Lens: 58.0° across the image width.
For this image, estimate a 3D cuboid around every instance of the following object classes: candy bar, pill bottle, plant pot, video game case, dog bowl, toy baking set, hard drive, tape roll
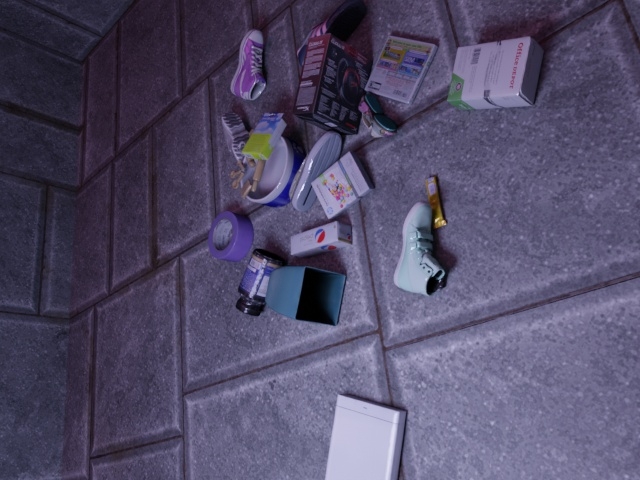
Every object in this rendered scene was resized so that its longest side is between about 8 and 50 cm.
[{"bbox_3d":[0.327,-0.113,1.649,0.040,0.018,0.162,-22,63,35],"label":"candy bar"},{"bbox_3d":[-0.218,0.149,2.040,0.122,0.122,0.219,30,99,45],"label":"pill bottle"},{"bbox_3d":[-0.067,0.168,1.866,0.234,0.165,0.166,4,81,53],"label":"plant pot"},{"bbox_3d":[0.253,-0.547,1.845,0.212,0.023,0.194,33,102,46],"label":"video game case"},{"bbox_3d":[-0.174,-0.257,2.128,0.264,0.104,0.265,-16,67,42],"label":"dog bowl"},{"bbox_3d":[-0.267,-0.287,2.131,0.196,0.030,0.256,22,94,46],"label":"toy baking set"},{"bbox_3d":[0.115,0.634,1.624,0.233,0.047,0.353,1,80,45],"label":"hard drive"},{"bbox_3d":[-0.351,-0.015,2.252,0.188,0.080,0.189,-16,67,41],"label":"tape roll"}]

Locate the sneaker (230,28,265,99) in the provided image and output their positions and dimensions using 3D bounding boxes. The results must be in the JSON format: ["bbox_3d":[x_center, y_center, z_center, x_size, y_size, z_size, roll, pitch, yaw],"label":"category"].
[{"bbox_3d":[-0.261,-0.711,2.358,0.161,0.102,0.282,31,111,42],"label":"sneaker"}]

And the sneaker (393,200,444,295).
[{"bbox_3d":[0.297,0.026,1.583,0.151,0.094,0.256,21,103,52],"label":"sneaker"}]

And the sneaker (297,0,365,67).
[{"bbox_3d":[0.022,-0.756,2.071,0.319,0.112,0.131,-43,54,26],"label":"sneaker"}]

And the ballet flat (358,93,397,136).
[{"bbox_3d":[0.178,-0.381,1.846,0.079,0.076,0.222,-64,37,36],"label":"ballet flat"}]

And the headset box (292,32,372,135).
[{"bbox_3d":[0.046,-0.520,1.903,0.110,0.218,0.294,8,85,46],"label":"headset box"}]

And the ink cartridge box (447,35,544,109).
[{"bbox_3d":[0.467,-0.442,1.550,0.219,0.092,0.160,10,86,46],"label":"ink cartridge box"}]

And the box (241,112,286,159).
[{"bbox_3d":[-0.197,-0.374,2.064,0.109,0.042,0.178,12,67,40],"label":"box"}]

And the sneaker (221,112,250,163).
[{"bbox_3d":[-0.324,-0.388,2.345,0.115,0.105,0.281,107,145,-54],"label":"sneaker"}]

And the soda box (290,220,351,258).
[{"bbox_3d":[0.000,0.000,1.901,0.216,0.073,0.069,-18,66,41],"label":"soda box"}]

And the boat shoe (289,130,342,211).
[{"bbox_3d":[-0.031,-0.247,1.983,0.094,0.109,0.302,46,114,44],"label":"boat shoe"}]

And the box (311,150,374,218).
[{"bbox_3d":[0.070,-0.178,1.885,0.186,0.038,0.145,-36,71,33],"label":"box"}]
